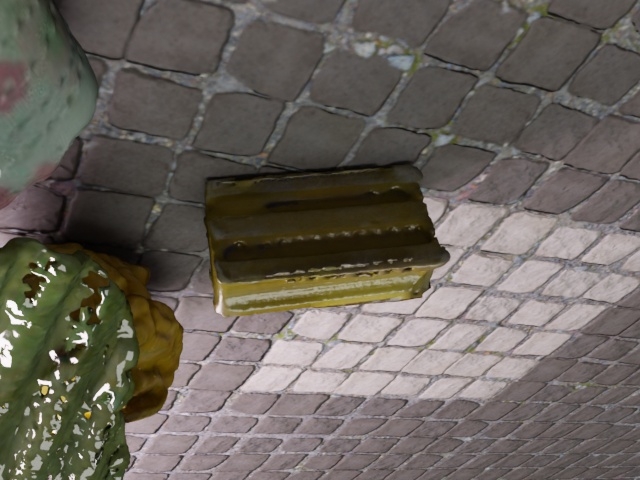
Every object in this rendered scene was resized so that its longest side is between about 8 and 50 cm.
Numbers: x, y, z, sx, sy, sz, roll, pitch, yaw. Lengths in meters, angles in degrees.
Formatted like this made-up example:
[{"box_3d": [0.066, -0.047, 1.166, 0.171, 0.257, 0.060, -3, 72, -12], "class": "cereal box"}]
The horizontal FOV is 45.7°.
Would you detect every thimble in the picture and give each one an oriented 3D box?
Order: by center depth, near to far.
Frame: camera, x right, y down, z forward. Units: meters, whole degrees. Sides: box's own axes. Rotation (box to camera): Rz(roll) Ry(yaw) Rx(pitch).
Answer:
[{"box_3d": [-0.272, -0.118, 0.504, 0.211, 0.185, 0.149, 14, 150, 23], "class": "thimble"}]

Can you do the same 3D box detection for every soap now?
[{"box_3d": [0.000, -0.001, 0.779, 0.233, 0.135, 0.076, -6, 145, -9], "class": "soap"}]

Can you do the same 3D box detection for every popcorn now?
[{"box_3d": [-0.265, 0.115, 0.816, 0.250, 0.190, 0.250, -10, 151, -6], "class": "popcorn"}]

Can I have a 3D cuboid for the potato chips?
[{"box_3d": [-0.338, 0.134, 0.618, 0.373, 0.097, 0.389, -1, 129, -8], "class": "potato chips"}]
